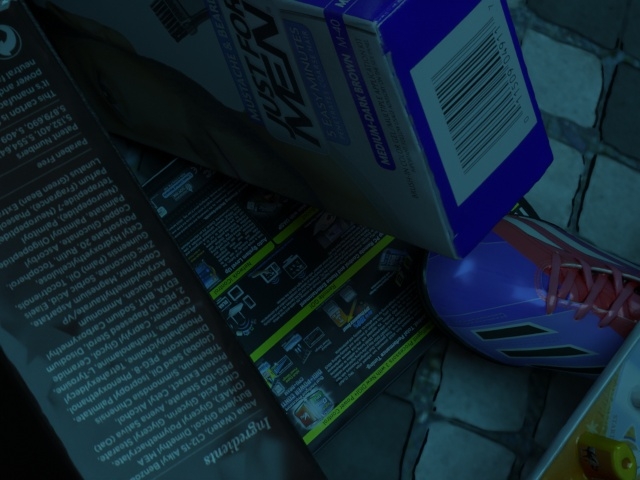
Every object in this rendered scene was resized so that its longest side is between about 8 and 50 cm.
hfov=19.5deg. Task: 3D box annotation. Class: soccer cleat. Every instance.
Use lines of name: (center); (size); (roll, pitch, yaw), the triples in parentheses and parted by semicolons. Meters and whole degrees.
soccer cleat: (0.212, 0.055, 1.293); (0.318, 0.116, 0.108); (22, 77, -29)

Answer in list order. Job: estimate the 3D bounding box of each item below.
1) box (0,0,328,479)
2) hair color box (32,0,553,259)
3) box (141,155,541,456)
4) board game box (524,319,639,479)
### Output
box: (-0.159, 0.063, 1.160); (0.143, 0.191, 0.381); (-32, 85, -25)
hair color box: (-0.034, -0.127, 1.164); (0.110, 0.339, 0.185); (-45, 134, -24)
box: (0.000, 0.000, 1.307); (0.270, 0.060, 0.216); (-41, 91, -25)
board game box: (0.367, 0.150, 1.291); (0.390, 0.050, 0.390); (46, 73, -24)
